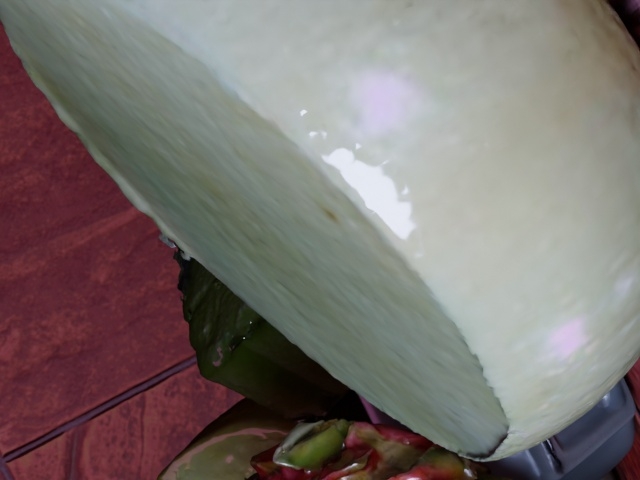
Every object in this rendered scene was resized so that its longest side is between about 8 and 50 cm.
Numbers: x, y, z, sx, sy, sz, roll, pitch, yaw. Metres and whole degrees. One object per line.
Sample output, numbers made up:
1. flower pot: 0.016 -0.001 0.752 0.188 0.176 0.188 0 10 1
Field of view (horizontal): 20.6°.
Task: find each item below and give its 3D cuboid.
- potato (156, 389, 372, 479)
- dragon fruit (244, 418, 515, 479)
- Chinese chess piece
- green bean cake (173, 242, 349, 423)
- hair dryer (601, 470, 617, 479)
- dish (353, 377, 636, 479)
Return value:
1. potato: 0.097 0.160 1.391 0.330 0.213 0.280 39 -138 -7
2. dragon fruit: 0.015 0.241 0.890 0.231 0.237 0.302 -139 64 -73
3. Chinese chess piece: 0.008 -0.059 0.800 0.349 0.146 0.349 41 166 12
4. green bean cake: 0.000 0.000 1.253 0.113 0.214 0.200 33 -156 -28
5. hair dryer: 0.159 0.121 1.295 0.219 0.088 0.225 59 -170 -8
6. dish: 0.107 0.058 1.050 0.080 0.182 0.243 -19 100 50
